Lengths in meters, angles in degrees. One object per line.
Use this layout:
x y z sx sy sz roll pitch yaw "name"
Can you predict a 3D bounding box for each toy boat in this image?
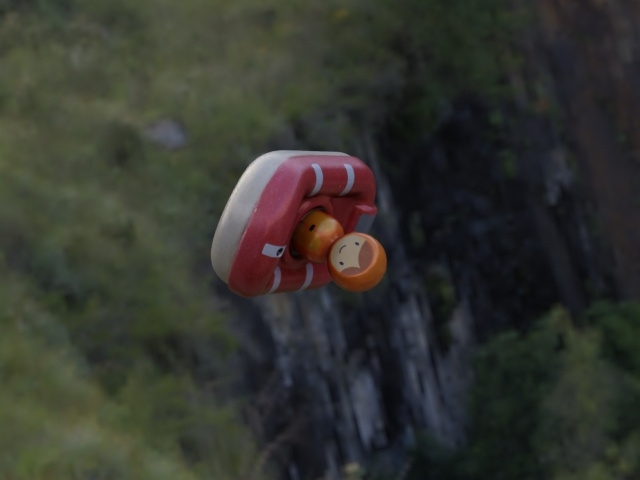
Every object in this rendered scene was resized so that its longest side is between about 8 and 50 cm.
0.000 0.000 1.871 0.151 0.151 0.231 31 18 27 "toy boat"
